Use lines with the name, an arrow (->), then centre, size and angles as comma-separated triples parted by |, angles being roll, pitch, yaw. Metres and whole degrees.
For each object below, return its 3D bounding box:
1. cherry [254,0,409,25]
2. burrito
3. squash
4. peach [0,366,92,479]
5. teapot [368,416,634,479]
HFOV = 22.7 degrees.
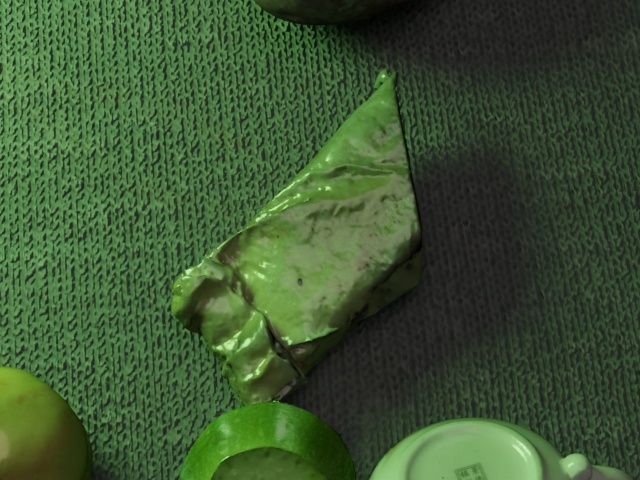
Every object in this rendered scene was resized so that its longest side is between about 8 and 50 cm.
cherry -> 0.003, -0.335, 1.641 | 0.286, 0.213, 0.236 | 6, 78, -9
burrito -> 0.010, 0.008, 1.573 | 0.175, 0.107, 0.348 | 44, 76, -2
squash -> -0.047, 0.234, 1.453 | 0.170, 0.123, 0.170 | 0, 89, -1
peach -> -0.301, 0.200, 1.456 | 0.184, 0.184, 0.184 | 0, 70, -1
teapot -> 0.151, 0.257, 1.465 | 0.298, 0.139, 0.204 | -8, 38, -1
